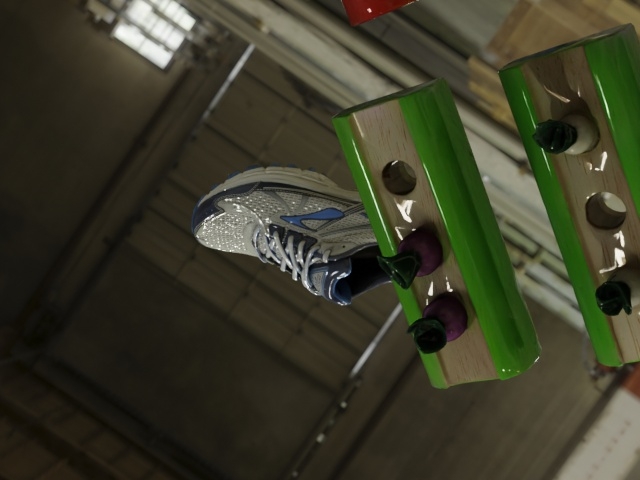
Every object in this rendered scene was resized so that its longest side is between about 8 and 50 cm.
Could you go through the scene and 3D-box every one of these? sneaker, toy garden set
[{"bbox_3d":[0.000,0.000,0.541,0.135,0.058,0.052,1,143,12],"label":"sneaker"},{"bbox_3d":[0.099,-0.058,0.325,0.049,0.244,0.204,-37,-71,-54],"label":"toy garden set"}]
